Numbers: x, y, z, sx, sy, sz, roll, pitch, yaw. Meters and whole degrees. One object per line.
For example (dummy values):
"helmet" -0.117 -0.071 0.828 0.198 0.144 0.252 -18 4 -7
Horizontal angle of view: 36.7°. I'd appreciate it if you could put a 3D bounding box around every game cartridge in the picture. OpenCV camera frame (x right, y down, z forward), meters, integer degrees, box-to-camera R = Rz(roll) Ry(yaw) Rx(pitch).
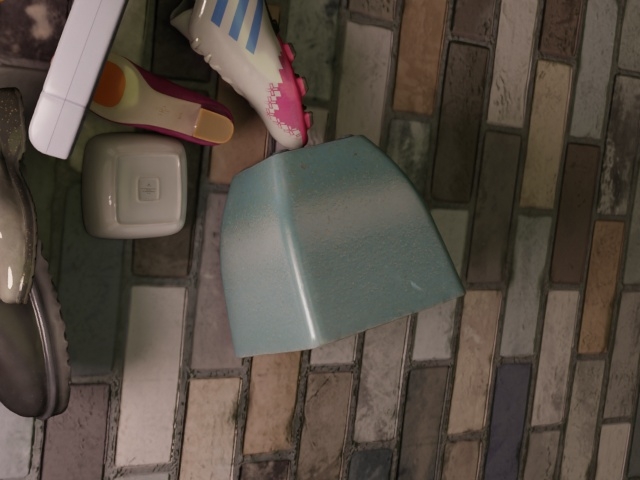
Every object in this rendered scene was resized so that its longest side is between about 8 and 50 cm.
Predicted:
"game cartridge" -0.253 -0.235 1.072 0.060 0.196 0.294 20 91 -18

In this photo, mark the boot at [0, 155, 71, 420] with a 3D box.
"boot" -0.519 0.075 1.016 0.445 0.146 0.367 -16 94 -36

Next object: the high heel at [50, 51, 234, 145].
"high heel" -0.226 -0.186 1.244 0.244 0.117 0.082 16 97 -13

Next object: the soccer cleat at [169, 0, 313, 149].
"soccer cleat" -0.114 -0.263 1.274 0.143 0.116 0.331 -21 112 -7

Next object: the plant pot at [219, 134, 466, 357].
"plant pot" 0.000 0.000 1.311 0.247 0.248 0.252 -17 89 -30

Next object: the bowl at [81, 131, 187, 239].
"bowl" -0.233 -0.069 1.248 0.142 0.053 0.142 -3 99 -32

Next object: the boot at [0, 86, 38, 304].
"boot" -0.386 -0.046 1.002 0.161 0.083 0.246 -5 80 -25
